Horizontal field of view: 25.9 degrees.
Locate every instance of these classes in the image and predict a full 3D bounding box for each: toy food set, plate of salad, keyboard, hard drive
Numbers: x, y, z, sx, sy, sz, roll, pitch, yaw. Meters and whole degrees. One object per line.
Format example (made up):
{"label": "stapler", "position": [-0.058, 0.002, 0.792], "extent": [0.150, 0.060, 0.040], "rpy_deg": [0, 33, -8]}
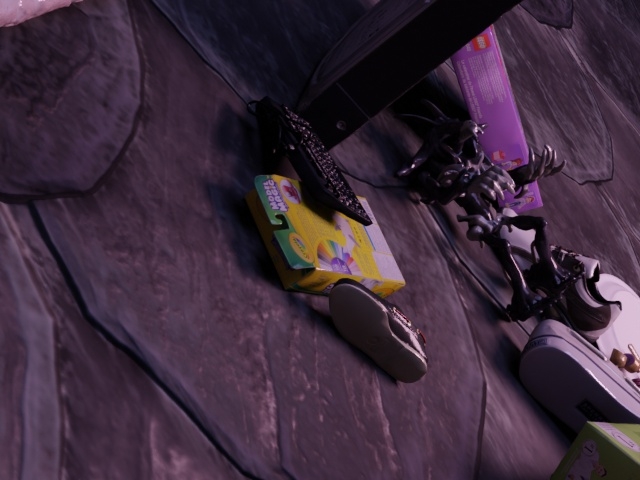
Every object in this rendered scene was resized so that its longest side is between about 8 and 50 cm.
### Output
{"label": "toy food set", "position": [0.357, 0.171, 1.650], "extent": [0.122, 0.019, 0.078], "rpy_deg": [-31, 92, -41]}
{"label": "plate of salad", "position": [0.389, 0.137, 1.758], "extent": [0.200, 0.048, 0.199], "rpy_deg": [33, 43, -36]}
{"label": "keyboard", "position": [-0.008, -0.090, 1.327], "extent": [0.100, 0.038, 0.192], "rpy_deg": [25, 20, -34]}
{"label": "hard drive", "position": [0.127, -0.250, 1.466], "extent": [0.064, 0.339, 0.237], "rpy_deg": [47, 27, -13]}

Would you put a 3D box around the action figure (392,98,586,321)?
{"label": "action figure", "position": [0.199, -0.055, 1.567], "extent": [0.164, 0.141, 0.275], "rpy_deg": [-31, 88, -42]}

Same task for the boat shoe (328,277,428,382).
{"label": "boat shoe", "position": [0.052, 0.077, 1.271], "extent": [0.133, 0.049, 0.042], "rpy_deg": [45, 29, -31]}

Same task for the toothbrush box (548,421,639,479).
{"label": "toothbrush box", "position": [0.371, 0.302, 1.324], "extent": [0.283, 0.122, 0.206], "rpy_deg": [37, 14, 33]}

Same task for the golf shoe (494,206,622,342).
{"label": "golf shoe", "position": [0.285, 0.030, 1.669], "extent": [0.198, 0.094, 0.077], "rpy_deg": [55, 27, 6]}

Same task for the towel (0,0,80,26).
{"label": "towel", "position": [-0.298, -0.328, 1.183], "extent": [0.317, 0.053, 0.332], "rpy_deg": [51, 25, -3]}

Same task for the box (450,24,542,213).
{"label": "box", "position": [0.203, -0.201, 1.725], "extent": [0.201, 0.057, 0.293], "rpy_deg": [-95, 166, -48]}

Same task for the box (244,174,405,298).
{"label": "box", "position": [0.000, 0.000, 1.288], "extent": [0.179, 0.043, 0.105], "rpy_deg": [15, 46, -56]}

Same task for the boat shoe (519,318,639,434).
{"label": "boat shoe", "position": [0.324, 0.194, 1.539], "extent": [0.267, 0.096, 0.088], "rpy_deg": [41, 32, -7]}
